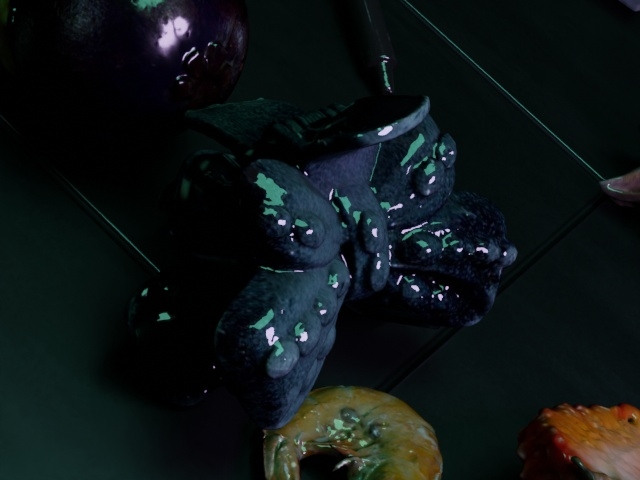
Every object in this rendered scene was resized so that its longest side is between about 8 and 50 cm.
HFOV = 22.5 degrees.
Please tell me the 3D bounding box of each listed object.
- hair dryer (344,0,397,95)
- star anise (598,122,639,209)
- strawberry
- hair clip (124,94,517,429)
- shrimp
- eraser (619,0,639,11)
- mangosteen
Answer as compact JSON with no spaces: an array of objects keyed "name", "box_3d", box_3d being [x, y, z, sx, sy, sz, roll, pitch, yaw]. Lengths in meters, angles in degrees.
[{"name":"hair dryer","box_3d":[0.022,-0.238,1.537,0.114,0.070,0.248,7,57,-30]},{"name":"star anise","box_3d":[0.379,-0.057,1.566,0.231,0.089,0.209,-21,77,-37]},{"name":"strawberry","box_3d":[0.227,0.210,1.220,0.190,0.111,0.236,34,17,15]},{"name":"hair clip","box_3d":[-0.003,-0.005,1.183,0.194,0.206,0.310,9,22,40]},{"name":"shrimp","box_3d":[0.016,0.172,1.157,0.132,0.052,0.187,17,35,8]},{"name":"eraser","box_3d":[0.289,-0.411,1.800,0.290,0.104,0.189,35,69,1]},{"name":"mangosteen","box_3d":[-0.169,-0.169,1.262,0.230,0.194,0.194,25,35,29]}]
